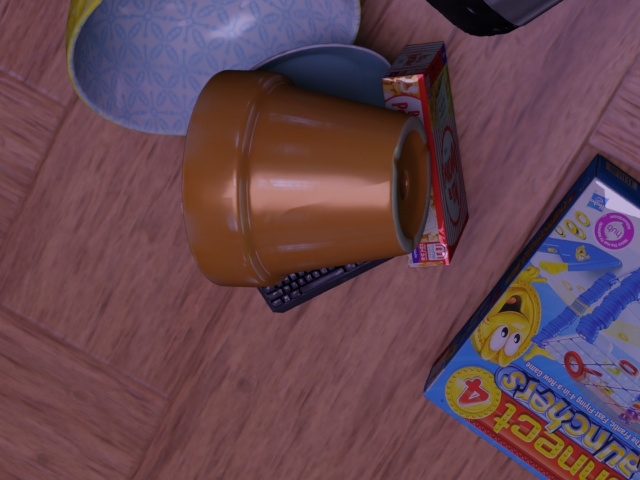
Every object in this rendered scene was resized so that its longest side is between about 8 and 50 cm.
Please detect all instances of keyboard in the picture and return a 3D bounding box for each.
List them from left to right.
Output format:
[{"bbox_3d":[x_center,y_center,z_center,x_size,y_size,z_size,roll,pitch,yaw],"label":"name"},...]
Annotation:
[{"bbox_3d":[0.000,0.000,1.844,0.180,0.023,0.108,-27,101,19],"label":"keyboard"}]

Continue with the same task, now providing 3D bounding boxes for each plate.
[{"bbox_3d":[-0.017,-0.144,1.741,0.188,0.188,0.024,-30,58,20],"label":"plate"}]

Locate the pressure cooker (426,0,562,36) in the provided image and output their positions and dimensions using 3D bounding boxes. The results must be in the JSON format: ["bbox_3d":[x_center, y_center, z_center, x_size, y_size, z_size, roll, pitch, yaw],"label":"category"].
[{"bbox_3d":[0.207,-0.421,1.427,0.420,0.375,0.370,-31,137,17],"label":"pressure cooker"}]

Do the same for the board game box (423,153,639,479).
[{"bbox_3d":[0.317,0.123,1.782,0.308,0.086,0.302,35,112,-1],"label":"board game box"}]

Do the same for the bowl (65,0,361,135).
[{"bbox_3d":[-0.118,-0.250,1.694,0.289,0.289,0.156,-29,58,20],"label":"bowl"}]

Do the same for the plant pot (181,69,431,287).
[{"bbox_3d":[-0.003,-0.056,1.607,0.188,0.205,0.205,2,109,19],"label":"plant pot"}]

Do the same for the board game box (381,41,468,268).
[{"bbox_3d":[0.106,-0.088,1.724,0.045,0.147,0.193,-5,108,14],"label":"board game box"}]

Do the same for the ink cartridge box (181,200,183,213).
[{"bbox_3d":[-0.061,-0.033,1.793,0.135,0.099,0.056,-17,84,23],"label":"ink cartridge box"}]
